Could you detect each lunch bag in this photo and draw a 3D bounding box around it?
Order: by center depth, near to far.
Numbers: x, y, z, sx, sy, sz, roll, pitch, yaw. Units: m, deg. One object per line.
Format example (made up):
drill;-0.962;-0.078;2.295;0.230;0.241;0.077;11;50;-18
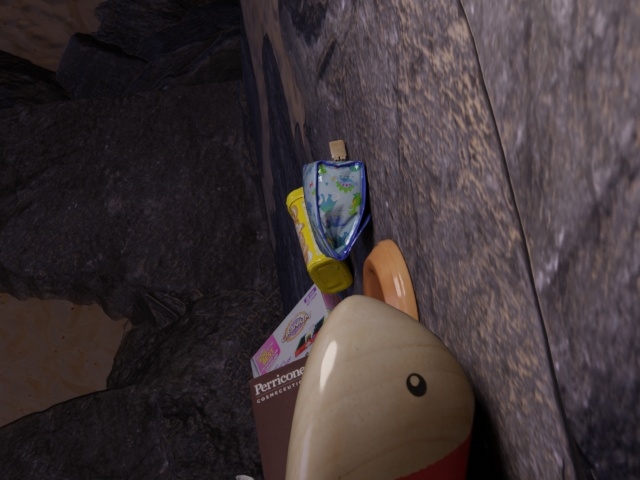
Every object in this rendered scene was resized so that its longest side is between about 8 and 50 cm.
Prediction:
lunch bag;0.022;-0.047;1.242;0.129;0.096;0.151;-164;75;-81

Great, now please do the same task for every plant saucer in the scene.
plant saucer;0.093;0.099;1.094;0.200;0.037;0.200;172;90;-83

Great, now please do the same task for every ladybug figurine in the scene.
ladybug figurine;0.066;0.272;0.824;0.305;0.161;0.450;-60;-26;-59

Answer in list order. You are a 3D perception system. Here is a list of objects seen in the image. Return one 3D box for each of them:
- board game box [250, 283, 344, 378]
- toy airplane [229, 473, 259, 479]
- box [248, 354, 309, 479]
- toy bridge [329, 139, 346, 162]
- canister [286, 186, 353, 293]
board game box;-0.023;0.254;1.514;0.242;0.064;0.317;-50;28;18
toy airplane;0.003;0.541;1.613;0.384;0.272;0.386;-56;-31;-35
box;0.034;0.346;1.123;0.143;0.191;0.382;54;-165;-46
toy bridge;0.027;-0.108;1.399;0.188;0.026;0.063;101;158;-72
canister;0.000;0.000;1.471;0.126;0.073;0.170;59;-169;-53
